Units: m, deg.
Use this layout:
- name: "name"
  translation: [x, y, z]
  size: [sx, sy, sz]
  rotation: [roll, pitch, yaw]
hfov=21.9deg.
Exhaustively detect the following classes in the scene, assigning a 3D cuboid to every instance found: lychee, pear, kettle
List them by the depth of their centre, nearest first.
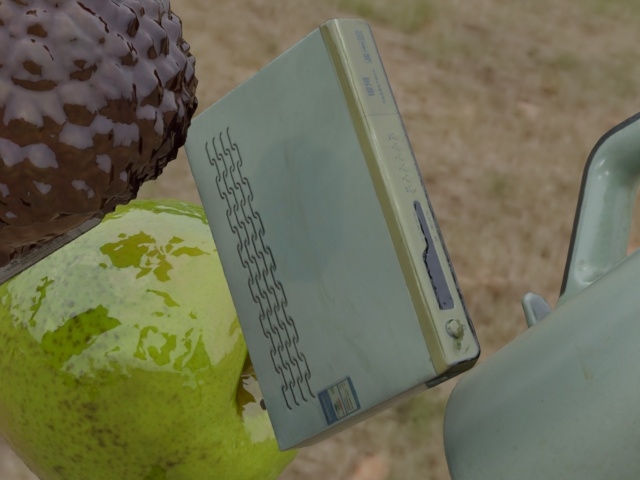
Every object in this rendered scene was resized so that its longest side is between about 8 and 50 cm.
- name: "lychee"
  translation: [-0.156, -0.082, 0.793]
  size: [0.188, 0.188, 0.188]
  rotation: [12, 20, -5]
- name: "kettle"
  translation: [0.292, 0.059, 1.235]
  size: [0.250, 0.377, 0.361]
  rotation: [17, 45, -34]
- name: "pear"
  translation: [-0.202, 0.126, 1.811]
  size: [0.391, 0.391, 0.391]
  rotation: [12, 20, -5]

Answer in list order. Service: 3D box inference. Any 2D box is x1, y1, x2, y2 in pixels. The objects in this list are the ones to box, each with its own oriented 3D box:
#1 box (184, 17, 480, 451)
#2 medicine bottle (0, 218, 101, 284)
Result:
- name: "box"
  translation: [0.000, 0.000, 1.211]
  size: [0.045, 0.211, 0.270]
  rotation: [-3, 68, -45]
- name: "medicine bottle"
  translation: [-0.233, -0.011, 1.188]
  size: [0.140, 0.079, 0.079]
  rotation: [-32, 28, 0]
